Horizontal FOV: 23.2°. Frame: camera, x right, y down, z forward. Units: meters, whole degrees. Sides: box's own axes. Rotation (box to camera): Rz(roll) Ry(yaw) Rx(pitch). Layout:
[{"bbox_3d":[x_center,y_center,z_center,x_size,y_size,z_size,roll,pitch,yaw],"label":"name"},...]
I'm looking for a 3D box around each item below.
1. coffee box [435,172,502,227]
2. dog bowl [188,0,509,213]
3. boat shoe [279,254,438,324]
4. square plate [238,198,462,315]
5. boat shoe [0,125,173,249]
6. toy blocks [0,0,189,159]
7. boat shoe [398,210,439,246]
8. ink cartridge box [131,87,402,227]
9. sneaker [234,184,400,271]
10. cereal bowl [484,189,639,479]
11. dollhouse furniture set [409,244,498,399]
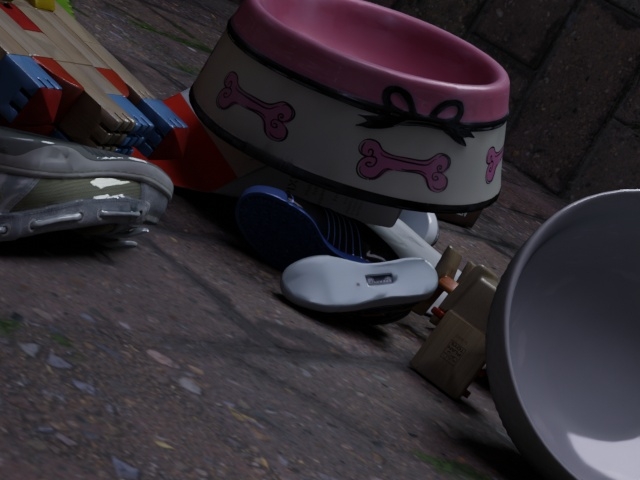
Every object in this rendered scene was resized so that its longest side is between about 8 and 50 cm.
[{"bbox_3d":[0.157,-0.155,2.800,0.297,0.119,0.168,37,12,35],"label":"coffee box"},{"bbox_3d":[0.052,-0.187,1.918,0.408,0.150,0.408,16,21,-6],"label":"dog bowl"},{"bbox_3d":[0.034,0.062,1.715,0.183,0.083,0.065,0,62,-22],"label":"boat shoe"},{"bbox_3d":[0.047,-0.008,2.069,0.344,0.049,0.347,20,15,-38],"label":"square plate"},{"bbox_3d":[-0.234,-0.039,1.423,0.118,0.103,0.320,13,1,17],"label":"boat shoe"},{"bbox_3d":[-0.295,-0.159,1.632,0.261,0.191,0.381,44,14,12],"label":"toy blocks"},{"bbox_3d":[0.132,-0.036,2.354,0.076,0.080,0.228,22,6,-29],"label":"boat shoe"},{"bbox_3d":[-0.107,-0.148,2.003,0.385,0.091,0.308,12,21,-25],"label":"ink cartridge box"},{"bbox_3d":[0.000,0.000,1.803,0.232,0.081,0.090,35,25,-19],"label":"sneaker"},{"bbox_3d":[0.319,0.127,1.590,0.339,0.339,0.141,29,-22,-4],"label":"cereal bowl"},{"bbox_3d":[0.207,0.128,1.776,0.262,0.135,0.259,36,2,29],"label":"dollhouse furniture set"}]
